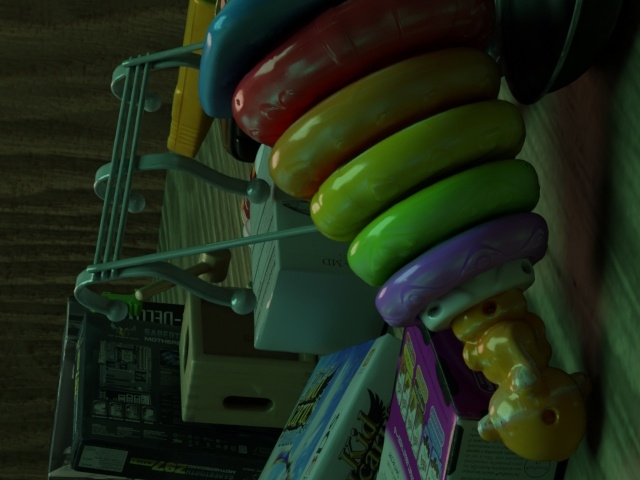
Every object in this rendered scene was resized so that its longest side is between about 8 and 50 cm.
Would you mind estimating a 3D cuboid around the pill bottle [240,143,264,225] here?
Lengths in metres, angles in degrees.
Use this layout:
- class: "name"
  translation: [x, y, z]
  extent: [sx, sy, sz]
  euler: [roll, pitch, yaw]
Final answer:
- class: "pill bottle"
  translation: [-0.027, -0.059, 1.863]
  extent: [0.152, 0.086, 0.086]
  euler: [114, 159, -62]

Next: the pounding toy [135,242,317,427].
- class: "pounding toy"
  translation: [-0.107, 0.098, 1.969]
  extent: [0.206, 0.181, 0.094]
  euler: [-98, 16, -54]

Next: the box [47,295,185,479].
- class: "box"
  translation: [-0.201, 0.198, 2.298]
  extent: [0.307, 0.242, 0.076]
  euler: [106, 165, -46]

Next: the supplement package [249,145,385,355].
- class: "supplement package"
  translation: [0.000, 0.000, 1.617]
  extent: [0.179, 0.105, 0.105]
  euler: [-95, 16, -44]

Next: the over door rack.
- class: "over door rack"
  translation: [-0.041, -0.074, 1.518]
  extent: [0.324, 0.108, 0.239]
  euler: [-19, 50, 31]

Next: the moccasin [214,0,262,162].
- class: "moccasin"
  translation: [-0.046, -0.246, 1.973]
  extent: [0.380, 0.139, 0.147]
  euler: [92, 168, -55]

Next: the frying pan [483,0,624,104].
- class: "frying pan"
  translation: [0.126, -0.124, 1.103]
  extent: [0.197, 0.053, 0.326]
  euler: [-97, 13, -51]

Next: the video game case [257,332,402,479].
- class: "video game case"
  translation: [-0.008, 0.197, 1.427]
  extent: [0.244, 0.061, 0.269]
  euler: [-61, 6, -11]

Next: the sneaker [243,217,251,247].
- class: "sneaker"
  translation: [-0.020, -0.003, 1.801]
  extent: [0.134, 0.051, 0.070]
  euler: [41, 127, 38]

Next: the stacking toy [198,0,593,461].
- class: "stacking toy"
  translation: [0.067, -0.014, 1.047]
  extent: [0.302, 0.175, 0.166]
  euler: [63, 169, 12]

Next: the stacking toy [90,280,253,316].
- class: "stacking toy"
  translation: [-0.148, 0.120, 2.110]
  extent: [0.052, 0.221, 0.167]
  euler: [-102, 15, -51]

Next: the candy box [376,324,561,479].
- class: "candy box"
  translation: [0.081, 0.171, 1.156]
  extent: [0.159, 0.071, 0.233]
  euler: [-106, 23, -64]

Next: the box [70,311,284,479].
- class: "box"
  translation: [-0.144, 0.173, 1.996]
  extent: [0.183, 0.233, 0.059]
  euler: [-96, 20, -46]

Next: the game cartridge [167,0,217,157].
- class: "game cartridge"
  translation: [-0.100, -0.291, 2.238]
  extent: [0.323, 0.053, 0.285]
  euler: [112, -179, -60]
